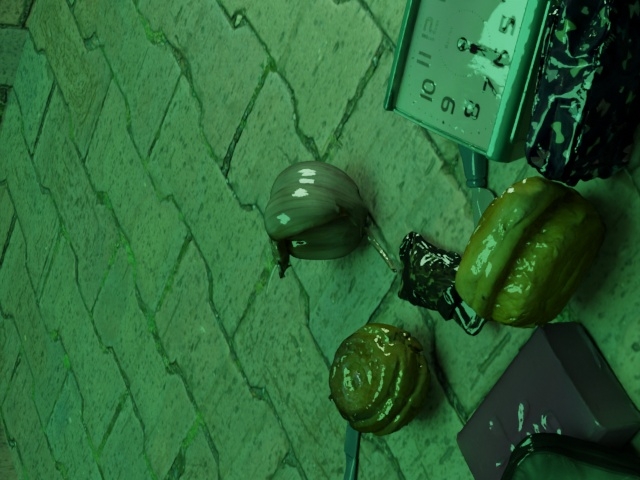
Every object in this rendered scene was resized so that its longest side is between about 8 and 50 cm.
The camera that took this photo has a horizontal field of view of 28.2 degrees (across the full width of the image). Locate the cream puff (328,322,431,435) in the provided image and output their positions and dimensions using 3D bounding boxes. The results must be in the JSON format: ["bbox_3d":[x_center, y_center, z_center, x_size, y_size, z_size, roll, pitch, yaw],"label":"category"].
[{"bbox_3d":[0.099,0.221,1.993,0.189,0.129,0.189,-27,57,51],"label":"cream puff"}]

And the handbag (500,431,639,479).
[{"bbox_3d":[0.293,0.400,1.640,0.075,0.192,0.332,-84,10,-63],"label":"handbag"}]

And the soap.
[{"bbox_3d":[0.300,0.255,1.712,0.259,0.081,0.181,-61,42,39],"label":"soap"}]

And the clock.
[{"bbox_3d":[0.223,-0.265,1.740,0.231,0.116,0.262,30,116,38],"label":"clock"}]

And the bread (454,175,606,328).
[{"bbox_3d":[0.265,0.017,1.625,0.120,0.236,0.198,35,102,25],"label":"bread"}]

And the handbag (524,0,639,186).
[{"bbox_3d":[0.335,-0.194,1.572,0.113,0.162,0.260,22,111,42],"label":"handbag"}]

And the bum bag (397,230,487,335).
[{"bbox_3d":[0.184,0.063,1.906,0.248,0.069,0.102,30,122,59],"label":"bum bag"}]

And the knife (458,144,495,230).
[{"bbox_3d":[0.234,-0.060,1.863,0.058,0.032,0.244,-8,89,50],"label":"knife"}]

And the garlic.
[{"bbox_3d":[0.000,0.000,2.116,0.256,0.207,0.207,51,137,12],"label":"garlic"}]

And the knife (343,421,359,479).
[{"bbox_3d":[0.052,0.359,2.186,0.044,0.019,0.313,25,110,59],"label":"knife"}]
